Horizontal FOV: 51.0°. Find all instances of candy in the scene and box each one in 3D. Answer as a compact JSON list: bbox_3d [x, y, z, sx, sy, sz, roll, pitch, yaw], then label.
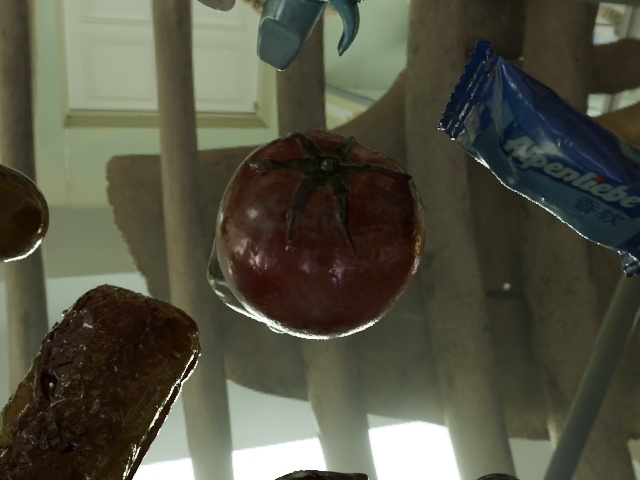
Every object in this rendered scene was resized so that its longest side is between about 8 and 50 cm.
[{"bbox_3d":[0.289,-0.087,0.799,0.331,0.187,0.077,35,-114,6],"label":"candy"}]

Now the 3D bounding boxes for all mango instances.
[{"bbox_3d":[-0.507,-0.046,1.016,0.120,0.151,0.221,-4,166,17],"label":"mango"}]

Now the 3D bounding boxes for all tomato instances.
[{"bbox_3d":[0.000,0.000,0.851,0.265,0.265,0.265,5,-159,-2],"label":"tomato"}]

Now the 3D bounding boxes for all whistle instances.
[{"bbox_3d":[-0.018,-0.349,0.884,0.186,0.274,0.093,26,-142,-5],"label":"whistle"}]

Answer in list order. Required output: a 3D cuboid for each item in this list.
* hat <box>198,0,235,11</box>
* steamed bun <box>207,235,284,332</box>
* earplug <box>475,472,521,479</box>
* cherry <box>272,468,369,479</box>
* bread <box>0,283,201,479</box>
[{"bbox_3d":[-0.193,-0.524,1.201,0.203,0.126,0.203,36,-149,-26],"label":"hat"},{"bbox_3d":[-0.039,0.035,1.269,0.310,0.219,0.324,-20,-150,10],"label":"steamed bun"},{"bbox_3d":[0.329,0.583,1.318,0.164,0.280,0.257,34,-109,26],"label":"earplug"},{"bbox_3d":[-0.033,0.418,0.850,0.300,0.203,0.230,-52,-157,-23],"label":"cherry"},{"bbox_3d":[-0.287,0.221,0.755,0.185,0.109,0.380,17,-126,10],"label":"bread"}]
